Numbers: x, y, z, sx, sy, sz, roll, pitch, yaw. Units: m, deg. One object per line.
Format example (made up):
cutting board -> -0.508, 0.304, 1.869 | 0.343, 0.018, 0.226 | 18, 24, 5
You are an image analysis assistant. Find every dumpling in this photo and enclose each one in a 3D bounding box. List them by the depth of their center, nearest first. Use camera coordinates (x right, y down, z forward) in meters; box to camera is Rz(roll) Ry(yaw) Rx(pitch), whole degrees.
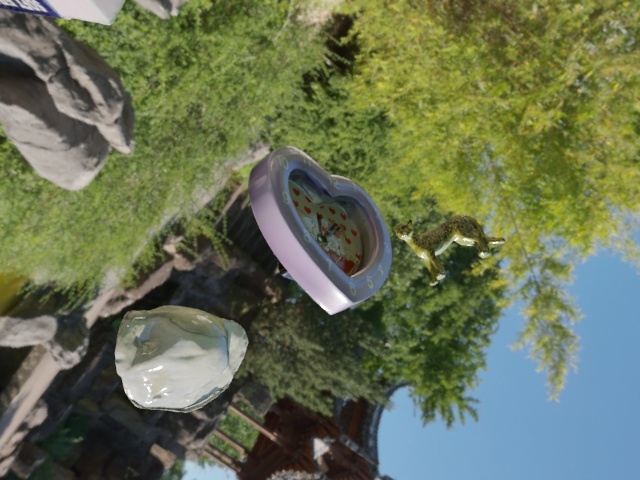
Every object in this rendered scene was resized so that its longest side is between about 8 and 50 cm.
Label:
dumpling -> -0.338, 0.289, 1.299 | 0.341, 0.181, 0.260 | 23, 84, -71

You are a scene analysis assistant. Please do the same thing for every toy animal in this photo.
toy animal -> 0.256, -0.006, 1.082 | 0.181, 0.136, 0.073 | -28, 165, 3

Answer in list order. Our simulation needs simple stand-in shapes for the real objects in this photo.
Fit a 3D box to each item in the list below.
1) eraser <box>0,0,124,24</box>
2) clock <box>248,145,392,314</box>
eraser -> -0.380, -0.344, 0.644 | 0.130, 0.287, 0.086 | 53, 55, -67
clock -> 0.000, 0.000, 0.581 | 0.064, 0.198, 0.172 | -30, -125, 33
